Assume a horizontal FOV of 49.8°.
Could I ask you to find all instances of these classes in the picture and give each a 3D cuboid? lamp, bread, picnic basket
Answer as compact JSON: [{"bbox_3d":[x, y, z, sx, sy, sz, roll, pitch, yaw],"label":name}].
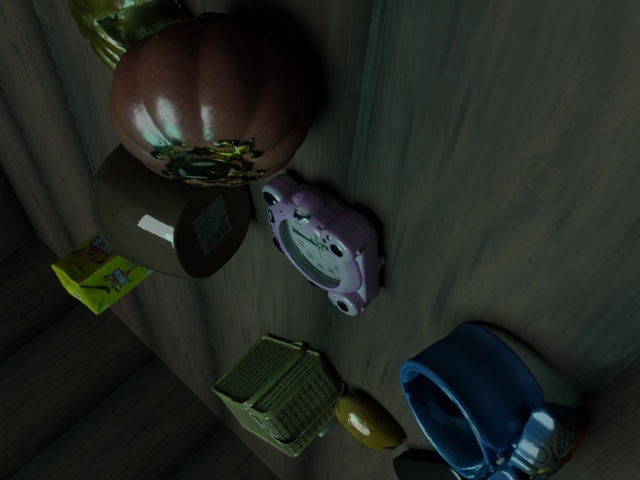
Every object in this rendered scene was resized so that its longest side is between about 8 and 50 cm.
[{"bbox_3d":[-0.162,-0.215,1.044,0.305,0.239,0.305,0,161,0],"label":"lamp"},{"bbox_3d":[-0.323,-0.404,1.134,0.333,0.160,0.333,38,151,25],"label":"bread"},{"bbox_3d":[-0.109,0.393,1.813,0.313,0.228,0.175,7,134,56],"label":"picnic basket"},{"bbox_3d":[0.113,0.453,1.689,0.189,0.077,0.114,36,127,11],"label":"bread"}]

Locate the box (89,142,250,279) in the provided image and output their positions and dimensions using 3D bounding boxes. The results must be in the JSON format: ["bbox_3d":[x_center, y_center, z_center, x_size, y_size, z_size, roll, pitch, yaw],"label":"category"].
[{"bbox_3d":[-0.296,-0.064,1.439,0.216,0.301,0.301,27,147,26],"label":"box"}]

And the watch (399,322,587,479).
[{"bbox_3d":[0.255,0.266,1.090,0.274,0.241,0.305,53,158,25],"label":"watch"}]

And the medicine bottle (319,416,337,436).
[{"bbox_3d":[-0.009,0.486,1.952,0.055,0.074,0.118,13,137,52],"label":"medicine bottle"}]

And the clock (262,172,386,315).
[{"bbox_3d":[0.000,0.000,1.261,0.248,0.090,0.227,35,151,30],"label":"clock"}]

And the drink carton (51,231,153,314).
[{"bbox_3d":[-0.471,0.017,1.719,0.155,0.351,0.111,24,145,41],"label":"drink carton"}]

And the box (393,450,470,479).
[{"bbox_3d":[0.314,0.624,1.604,0.290,0.073,0.289,59,153,-2],"label":"box"}]
